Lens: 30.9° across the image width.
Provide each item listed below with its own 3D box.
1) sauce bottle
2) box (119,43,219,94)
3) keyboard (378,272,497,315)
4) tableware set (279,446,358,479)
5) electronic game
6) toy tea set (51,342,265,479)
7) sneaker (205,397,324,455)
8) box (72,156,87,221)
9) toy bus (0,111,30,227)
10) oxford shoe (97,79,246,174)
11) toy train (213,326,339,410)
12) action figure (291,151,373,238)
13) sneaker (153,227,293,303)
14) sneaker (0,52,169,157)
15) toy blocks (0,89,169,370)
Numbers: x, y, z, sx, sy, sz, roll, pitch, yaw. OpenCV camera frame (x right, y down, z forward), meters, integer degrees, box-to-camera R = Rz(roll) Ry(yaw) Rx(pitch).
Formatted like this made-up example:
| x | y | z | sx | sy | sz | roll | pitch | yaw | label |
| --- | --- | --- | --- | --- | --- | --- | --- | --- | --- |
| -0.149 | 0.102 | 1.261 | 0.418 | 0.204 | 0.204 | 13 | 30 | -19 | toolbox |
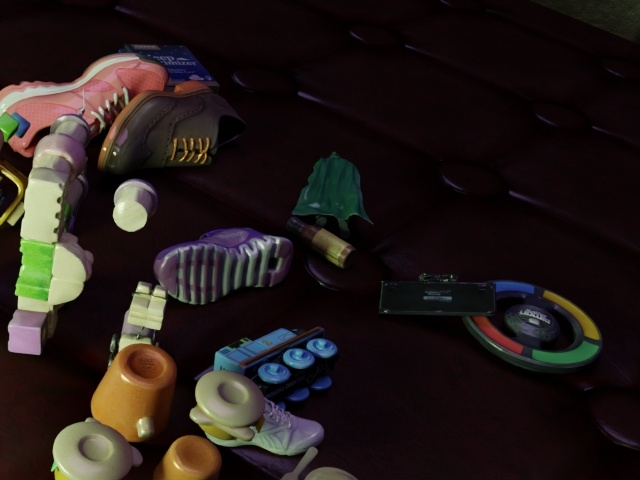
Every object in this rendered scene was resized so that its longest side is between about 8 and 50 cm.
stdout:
| x | y | z | sx | sy | sz | roll | pitch | yaw | label |
| --- | --- | --- | --- | --- | --- | --- | --- | --- | --- |
| 0.000 | 0.000 | 1.885 | 0.128 | 0.042 | 0.042 | 33 | 34 | 25 | sauce bottle |
| -0.312 | -0.353 | 2.347 | 0.136 | 0.037 | 0.225 | -4 | 34 | -30 | box |
| 0.183 | 0.086 | 1.801 | 0.180 | 0.023 | 0.108 | 1 | 36 | 6 | keyboard |
| -0.012 | 0.335 | 1.322 | 0.128 | 0.039 | 0.194 | 35 | 39 | 10 | tableware set |
| 0.330 | 0.132 | 1.808 | 0.229 | 0.048 | 0.229 | 12 | 30 | -7 | electronic game |
| -0.201 | 0.259 | 1.304 | 0.200 | 0.124 | 0.336 | 26 | 35 | 2 | toy tea set |
| -0.065 | 0.229 | 1.451 | 0.152 | 0.061 | 0.054 | 8 | 29 | -15 | sneaker |
| -0.403 | -0.072 | 1.806 | 0.054 | 0.059 | 0.169 | 8 | 30 | -8 | box |
| -0.468 | -0.066 | 1.650 | 0.104 | 0.191 | 0.202 | 37 | 44 | -5 | toy bus |
| -0.250 | -0.185 | 2.006 | 0.132 | 0.130 | 0.363 | 30 | 33 | 13 | oxford shoe |
| -0.056 | 0.167 | 1.546 | 0.105 | 0.080 | 0.184 | 27 | 32 | 31 | toy train |
| 0.024 | -0.089 | 2.025 | 0.137 | 0.064 | 0.232 | 11 | 34 | -4 | action figure |
| -0.158 | 0.027 | 1.730 | 0.236 | 0.095 | 0.104 | -8 | 30 | -42 | sneaker |
| -0.397 | -0.218 | 1.990 | 0.313 | 0.116 | 0.136 | -20 | 54 | -16 | sneaker |
| -0.335 | -0.018 | 1.527 | 0.308 | 0.289 | 0.260 | 11 | 27 | -4 | toy blocks |
